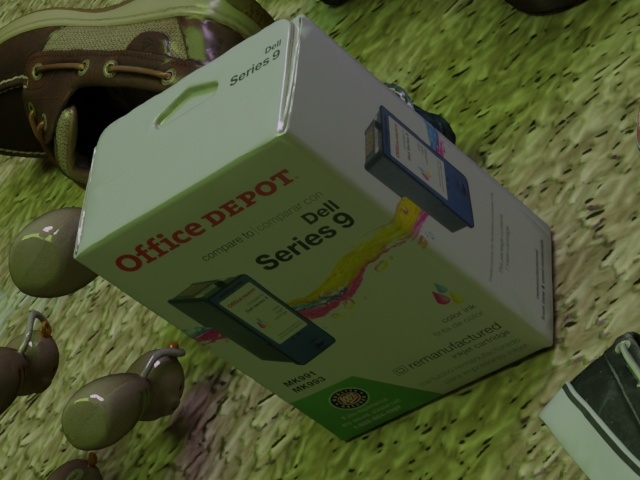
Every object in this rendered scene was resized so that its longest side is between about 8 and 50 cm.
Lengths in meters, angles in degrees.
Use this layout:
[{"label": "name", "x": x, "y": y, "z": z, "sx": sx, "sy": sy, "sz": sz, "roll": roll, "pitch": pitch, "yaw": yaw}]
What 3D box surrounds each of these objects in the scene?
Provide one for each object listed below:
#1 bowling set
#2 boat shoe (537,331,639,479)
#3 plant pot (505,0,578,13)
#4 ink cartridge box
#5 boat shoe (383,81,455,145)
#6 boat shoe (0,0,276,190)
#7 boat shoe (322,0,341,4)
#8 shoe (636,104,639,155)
[{"label": "bowling set", "x": -0.157, "y": 0.130, "z": 1.090, "sx": 0.287, "sy": 0.200, "sz": 0.154, "roll": -48, "pitch": -6, "yaw": 15}, {"label": "boat shoe", "x": 0.165, "y": 0.101, "z": 0.737, "sx": 0.070, "sy": 0.078, "sz": 0.219, "roll": -50, "pitch": 30, "yaw": 5}, {"label": "plant pot", "x": 0.114, "y": -0.237, "z": 1.068, "sx": 0.167, "sy": 0.165, "sz": 0.167, "roll": -34, "pitch": 35, "yaw": 28}, {"label": "ink cartridge box", "x": 0.000, "y": 0.000, "z": 0.923, "sx": 0.154, "sy": 0.212, "sz": 0.093, "roll": -28, "pitch": 38, "yaw": 32}, {"label": "boat shoe", "x": -0.021, "y": -0.028, "z": 1.104, "sx": 0.254, "sy": 0.079, "sz": 0.095, "roll": -34, "pitch": 50, "yaw": 41}, {"label": "boat shoe", "x": -0.178, "y": -0.103, "z": 1.355, "sx": 0.342, "sy": 0.123, "sz": 0.123, "roll": -8, "pitch": 50, "yaw": 41}, {"label": "boat shoe", "x": 0.053, "y": -0.277, "z": 1.280, "sx": 0.227, "sy": 0.069, "sz": 0.081, "roll": -51, "pitch": 37, "yaw": 1}, {"label": "shoe", "x": 0.201, "y": -0.129, "z": 0.925, "sx": 0.063, "sy": 0.081, "sz": 0.178, "roll": 10, "pitch": 66, "yaw": 55}]
